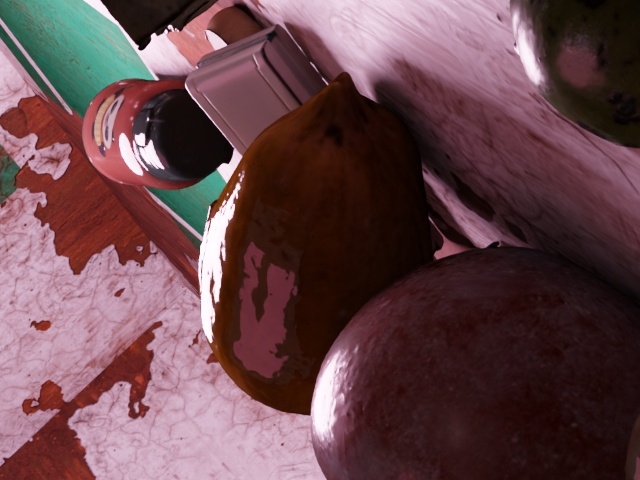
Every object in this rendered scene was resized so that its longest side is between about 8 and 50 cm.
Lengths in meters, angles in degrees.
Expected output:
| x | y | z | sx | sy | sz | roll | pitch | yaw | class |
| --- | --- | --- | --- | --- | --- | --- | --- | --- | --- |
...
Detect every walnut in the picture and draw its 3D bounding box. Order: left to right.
| x | y | z | sx | sy | sz | roll | pitch | yaw | class |
| --- | --- | --- | --- | --- | --- | --- | --- | --- | --- |
| 0.000 | 0.000 | 1.337 | 0.209 | 0.209 | 0.336 | 41 | 137 | 33 | walnut |

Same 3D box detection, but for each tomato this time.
| x | y | z | sx | sy | sz | roll | pitch | yaw | class |
| --- | --- | --- | --- | --- | --- | --- | --- | --- | --- |
| 0.143 | 0.158 | 1.193 | 0.317 | 0.282 | 0.316 | 39 | 170 | 8 | tomato |

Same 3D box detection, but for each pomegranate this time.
| x | y | z | sx | sy | sz | roll | pitch | yaw | class |
| --- | --- | --- | --- | --- | --- | --- | --- | --- | --- |
| 0.145 | -0.110 | 0.646 | 0.122 | 0.122 | 0.161 | 43 | 141 | 24 | pomegranate |

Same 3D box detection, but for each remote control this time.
| x | y | z | sx | sy | sz | roll | pitch | yaw | class |
| --- | --- | --- | --- | --- | --- | --- | --- | --- | --- |
| -0.001 | -0.074 | 1.457 | 0.103 | 0.055 | 0.277 | -17 | 123 | 40 | remote control |

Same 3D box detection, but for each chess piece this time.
| x | y | z | sx | sy | sz | roll | pitch | yaw | class |
| --- | --- | --- | --- | --- | --- | --- | --- | --- | --- |
| -0.073 | -0.184 | 1.478 | 0.083 | 0.038 | 0.083 | 43 | 171 | 8 | chess piece |

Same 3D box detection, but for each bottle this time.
| x | y | z | sx | sy | sz | roll | pitch | yaw | class |
| --- | --- | --- | --- | --- | --- | --- | --- | --- | --- |
| -0.196 | -0.135 | 1.933 | 0.144 | 0.144 | 0.336 | 50 | 167 | -16 | bottle |

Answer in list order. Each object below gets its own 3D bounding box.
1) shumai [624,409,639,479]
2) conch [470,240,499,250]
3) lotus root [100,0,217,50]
| x | y | z | sx | sy | sz | roll | pitch | yaw | class |
| --- | --- | --- | --- | --- | --- | --- | --- | --- | --- |
| 0.297 | 0.134 | 0.972 | 0.201 | 0.201 | 0.120 | 48 | -149 | -6 | shumai |
| 0.112 | 0.072 | 1.443 | 0.233 | 0.080 | 0.086 | 121 | 134 | -73 | conch |
| -0.140 | -0.282 | 1.076 | 0.260 | 0.149 | 0.267 | 52 | -172 | -7 | lotus root |
